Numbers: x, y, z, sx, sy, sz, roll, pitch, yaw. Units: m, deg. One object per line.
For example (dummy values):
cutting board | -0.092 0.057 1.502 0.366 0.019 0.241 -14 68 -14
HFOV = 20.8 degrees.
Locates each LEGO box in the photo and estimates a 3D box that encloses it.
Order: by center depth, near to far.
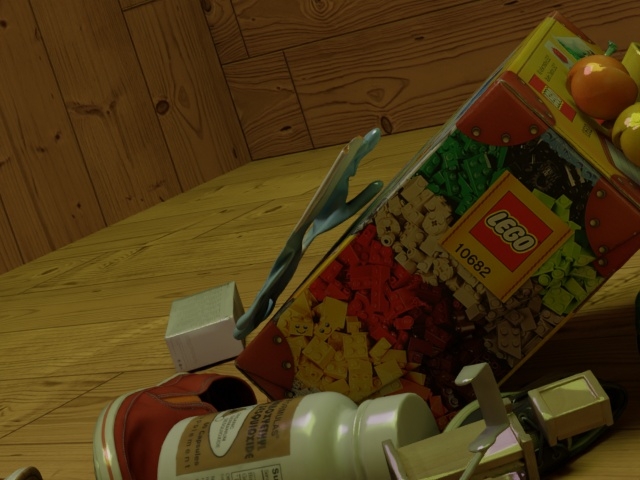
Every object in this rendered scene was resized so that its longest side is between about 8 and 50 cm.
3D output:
LEGO box | 0.157 -0.009 1.761 0.372 0.193 0.500 -47 0 19

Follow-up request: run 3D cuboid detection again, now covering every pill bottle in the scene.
pill bottle | -0.015 0.202 1.526 0.229 0.131 0.131 -13 11 24

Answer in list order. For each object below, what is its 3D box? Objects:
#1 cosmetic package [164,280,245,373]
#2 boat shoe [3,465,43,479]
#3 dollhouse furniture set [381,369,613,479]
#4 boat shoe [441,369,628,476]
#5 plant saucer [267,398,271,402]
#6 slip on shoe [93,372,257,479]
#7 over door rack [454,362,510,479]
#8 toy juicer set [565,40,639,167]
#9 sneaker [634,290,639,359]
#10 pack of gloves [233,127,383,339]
cosmetic package | -0.157 0.119 2.423 0.099 0.060 0.239 -20 10 2
boat shoe | -0.324 0.295 1.658 0.096 0.098 0.277 -15 11 9
dollhouse furniture set | 0.164 0.214 1.369 0.182 0.101 0.161 -18 34 -5
boat shoe | 0.188 0.164 1.524 0.073 0.080 0.223 -15 5 45
plant saucer | 0.030 0.148 2.010 0.200 0.037 0.200 -18 10 3
slip on shoe | -0.150 0.206 1.807 0.101 0.123 0.331 -10 7 18
over door rack | 0.170 0.208 1.159 0.239 0.108 0.324 -12 32 34
toy juicer set | 0.359 -0.079 1.546 0.209 0.329 0.089 4 -54 -55
sneaker | 0.394 0.078 1.545 0.275 0.110 0.107 -8 14 42
pack of gloves | 0.000 0.000 1.689 0.232 0.046 0.195 -58 -2 18
